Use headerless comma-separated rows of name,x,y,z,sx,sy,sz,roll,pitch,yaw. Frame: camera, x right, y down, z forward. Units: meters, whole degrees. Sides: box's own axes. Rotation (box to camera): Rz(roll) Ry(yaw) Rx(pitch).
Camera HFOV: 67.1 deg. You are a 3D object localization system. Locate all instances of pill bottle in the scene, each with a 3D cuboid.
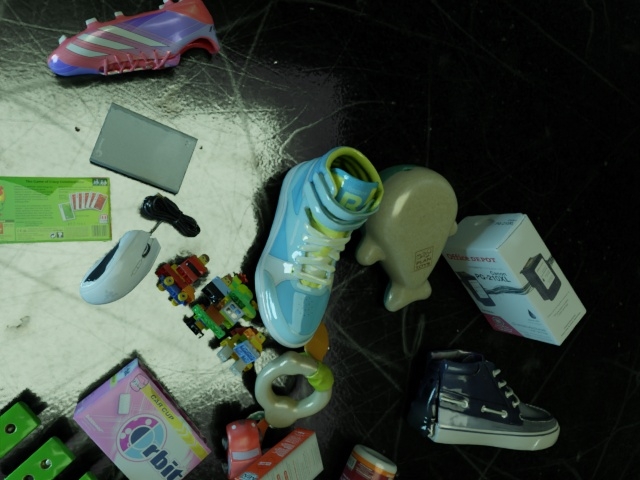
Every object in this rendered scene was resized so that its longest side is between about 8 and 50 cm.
pill bottle,0.068,0.452,0.856,0.086,0.086,0.152,31,79,-20

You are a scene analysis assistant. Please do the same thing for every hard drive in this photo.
hard drive,-0.269,-0.139,0.742,0.135,0.022,0.094,21,82,-22

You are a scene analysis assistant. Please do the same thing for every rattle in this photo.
rattle,-0.067,0.244,0.830,0.130,0.143,0.200,16,120,-29

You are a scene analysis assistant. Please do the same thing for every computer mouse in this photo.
computer mouse,-0.269,0.024,0.715,0.193,0.042,0.106,-52,144,-11

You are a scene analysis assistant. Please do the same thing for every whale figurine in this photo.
whale figurine,0.146,-0.008,0.882,0.216,0.141,0.272,-19,122,-22

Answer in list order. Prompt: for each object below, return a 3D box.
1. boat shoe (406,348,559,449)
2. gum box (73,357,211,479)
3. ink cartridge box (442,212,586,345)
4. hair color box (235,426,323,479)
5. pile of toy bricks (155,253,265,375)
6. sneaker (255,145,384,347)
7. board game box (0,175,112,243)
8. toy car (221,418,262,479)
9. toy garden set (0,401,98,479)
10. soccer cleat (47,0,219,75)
boat shoe,0.342,0.307,0.948,0.340,0.127,0.158,9,94,-22
gum box,-0.261,0.287,0.725,0.107,0.062,0.188,-39,104,-18
ink cartridge box,0.364,0.071,0.934,0.100,0.172,0.237,-43,106,-17
hair color box,-0.060,0.359,0.744,0.141,0.043,0.072,-21,102,-49
pile of toy bricks,-0.146,0.096,0.762,0.212,0.118,0.105,50,42,-7
sneaker,0.000,0.000,0.732,0.127,0.208,0.319,13,73,-25
board game box,-0.393,-0.042,0.678,0.181,0.043,0.092,-2,91,-24
toy car,-0.105,0.430,0.784,0.225,0.053,0.239,33,89,-26
toy garden set,-0.403,0.378,0.648,0.204,0.049,0.244,-43,90,-17
soccer cleat,-0.268,-0.286,0.714,0.248,0.083,0.095,-33,107,-22
